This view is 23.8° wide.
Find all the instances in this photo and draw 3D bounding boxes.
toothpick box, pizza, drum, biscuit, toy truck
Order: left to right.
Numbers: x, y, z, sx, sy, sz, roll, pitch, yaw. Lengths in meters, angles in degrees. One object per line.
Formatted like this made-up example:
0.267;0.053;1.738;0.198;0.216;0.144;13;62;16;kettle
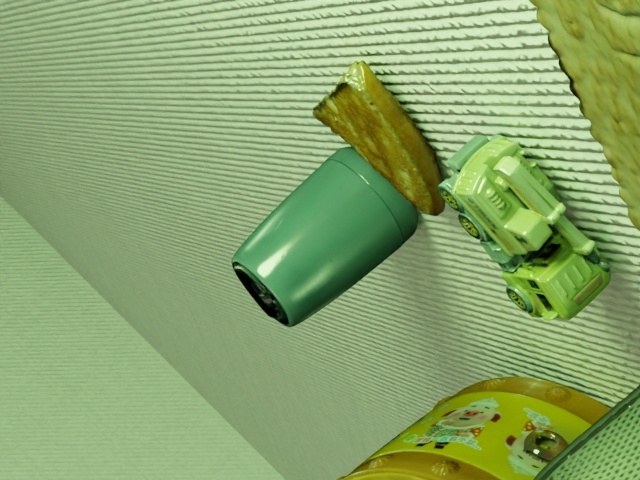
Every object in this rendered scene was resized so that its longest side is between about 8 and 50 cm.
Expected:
0.000;0.000;1.573;0.120;0.184;0.120;45;166;15;toothpick box
0.053;-0.102;1.461;0.185;0.036;0.176;53;166;-24;pizza
0.203;0.364;1.568;0.431;0.214;0.431;25;129;35;drum
0.175;-0.011;1.259;0.169;0.077;0.100;55;166;-19;toy truck
0.221;-0.104;0.958;0.217;0.044;0.325;26;153;57;biscuit

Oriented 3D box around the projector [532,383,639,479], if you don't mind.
0.379;0.326;1.120;0.395;0.242;0.405;53;175;-23;projector
